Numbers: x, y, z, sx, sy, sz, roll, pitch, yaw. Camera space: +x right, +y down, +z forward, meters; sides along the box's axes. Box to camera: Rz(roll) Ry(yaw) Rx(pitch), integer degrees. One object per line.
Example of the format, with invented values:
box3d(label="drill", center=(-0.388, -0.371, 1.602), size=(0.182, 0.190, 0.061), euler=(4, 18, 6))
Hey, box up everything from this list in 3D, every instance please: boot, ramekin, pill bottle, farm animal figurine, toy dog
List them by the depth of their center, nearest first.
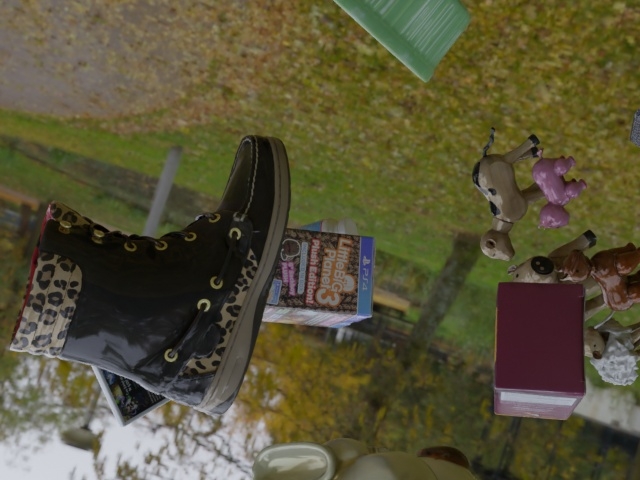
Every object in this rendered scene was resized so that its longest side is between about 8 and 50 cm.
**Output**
box3d(label="boot", center=(-0.205, 0.009, 1.079), size=(0.284, 0.377, 0.138), euler=(17, 169, -19))
box3d(label="farm animal figurine", center=(0.338, 0.037, 1.279), size=(0.330, 0.172, 0.326), euler=(60, 178, 46))
box3d(label="toy dog", center=(0.134, 0.455, 1.462), size=(0.395, 0.284, 0.408), euler=(-32, 151, 22))
box3d(label="ramekin", center=(0.135, -0.448, 1.582), size=(0.303, 0.148, 0.303), euler=(40, -167, -11))
box3d(label="pill bottle", center=(0.000, 0.000, 1.888), size=(0.160, 0.087, 0.087), euler=(-16, 157, 27))

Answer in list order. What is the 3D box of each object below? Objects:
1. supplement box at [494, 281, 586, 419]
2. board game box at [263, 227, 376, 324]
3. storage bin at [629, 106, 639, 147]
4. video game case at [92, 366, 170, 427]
box3d(label="supplement box", center=(0.214, 0.114, 0.848), size=(0.081, 0.104, 0.188), euler=(2, 162, 12))
box3d(label="board game box", center=(-0.071, 0.068, 1.538), size=(0.291, 0.141, 0.232), euler=(6, 168, -11))
box3d(label="storage bin", center=(0.565, -0.200, 1.350), size=(0.084, 0.122, 0.180), euler=(42, -175, 18))
box3d(label="video game case", center=(-0.331, 0.216, 1.565), size=(0.173, 0.190, 0.022), euler=(-27, -173, -37))
